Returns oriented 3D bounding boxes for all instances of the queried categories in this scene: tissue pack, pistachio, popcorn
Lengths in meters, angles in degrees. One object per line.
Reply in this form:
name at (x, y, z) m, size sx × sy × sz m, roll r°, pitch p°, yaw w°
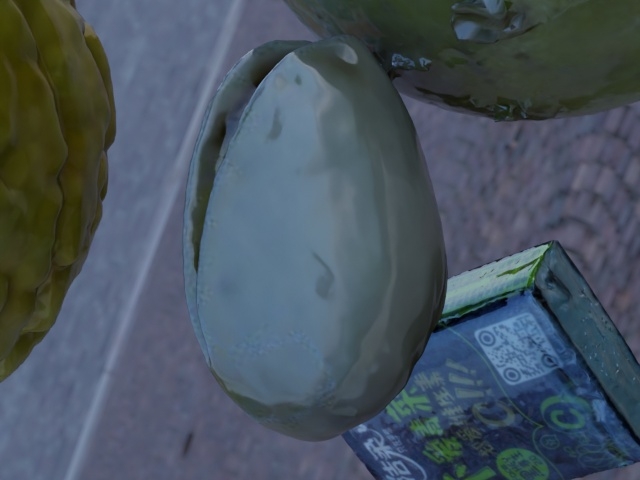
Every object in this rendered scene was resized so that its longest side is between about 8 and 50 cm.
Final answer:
tissue pack at (0.119, 0.111, 1.348) m, size 0.235 × 0.173 × 0.073 m, roll -23°, pitch 21°, yaw 39°
pistachio at (0.000, 0.000, 0.982) m, size 0.126 × 0.152 × 0.223 m, roll 4°, pitch 93°, yaw 61°
popcorn at (-0.303, -0.048, 1.146) m, size 0.390 × 0.344 × 0.354 m, roll -34°, pitch 7°, yaw -16°

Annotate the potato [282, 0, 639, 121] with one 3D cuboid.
potato at (0.103, -0.262, 1.095) m, size 0.319 × 0.385 × 0.442 m, roll -57°, pitch 46°, yaw 40°
